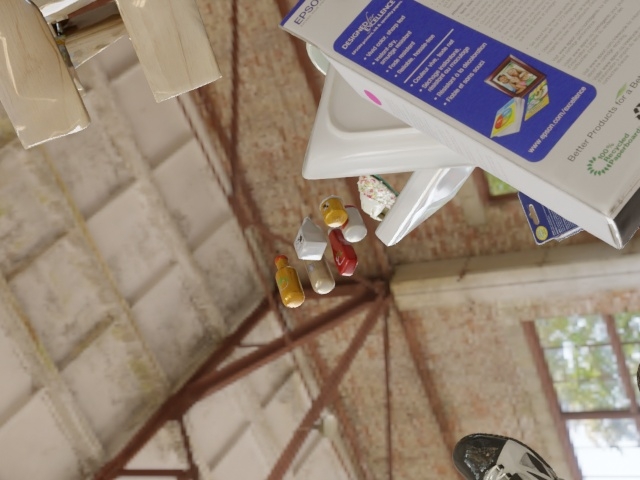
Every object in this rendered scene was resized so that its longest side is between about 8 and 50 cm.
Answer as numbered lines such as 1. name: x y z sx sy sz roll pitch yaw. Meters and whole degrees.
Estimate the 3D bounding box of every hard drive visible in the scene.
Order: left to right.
1. hard drive: 0.241 -0.155 1.792 0.047 0.353 0.233 44 -130 12

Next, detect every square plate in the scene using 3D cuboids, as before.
1. square plate: 0.146 -0.252 1.381 0.049 0.347 0.344 42 -128 -51

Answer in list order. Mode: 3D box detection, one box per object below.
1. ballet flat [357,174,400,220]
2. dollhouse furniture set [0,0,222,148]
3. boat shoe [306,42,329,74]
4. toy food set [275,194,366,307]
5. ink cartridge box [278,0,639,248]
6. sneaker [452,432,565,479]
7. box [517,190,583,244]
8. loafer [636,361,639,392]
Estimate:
1. ballet flat: 0.125 -0.081 2.098 0.077 0.091 0.241 -58 -22 2
2. dollhouse furniture set: -0.344 -0.276 1.027 0.362 0.394 0.256 -118 8 -55
3. boat shoe: 0.038 -0.340 1.852 0.227 0.079 0.081 19 -150 -52
4. toy food set: 0.000 0.000 1.733 0.111 0.232 0.104 2 -137 -23
5. ink cartridge box: 0.145 -0.156 0.830 0.176 0.371 0.069 -48 -35 -6
6. sneaker: 0.369 0.462 1.828 0.146 0.330 0.122 -12 -53 -59
7. box: 0.532 -0.091 2.109 0.036 0.225 0.136 23 -134 -56
8. loafer: 0.560 0.237 1.638 0.170 0.061 0.062 -107 27 -73
